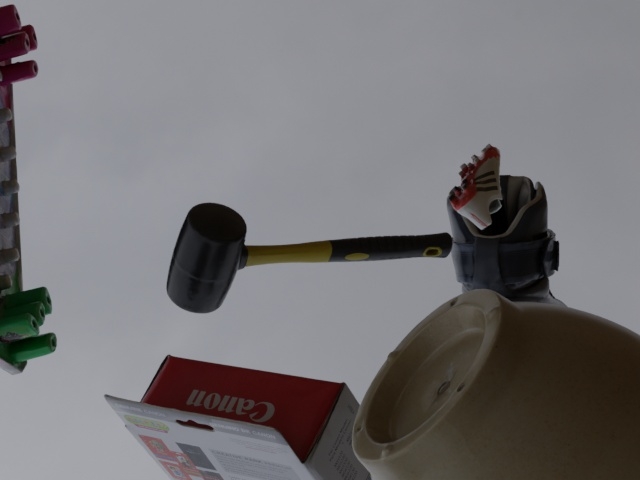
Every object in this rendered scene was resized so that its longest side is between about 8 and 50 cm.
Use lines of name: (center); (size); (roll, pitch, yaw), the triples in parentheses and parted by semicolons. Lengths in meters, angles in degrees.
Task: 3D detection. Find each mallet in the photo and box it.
mallet: (0.000, 0.000, 0.735); (0.189, 0.062, 0.039); (-9, -135, -23)

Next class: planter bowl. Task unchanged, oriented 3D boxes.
planter bowl: (0.083, 0.091, 0.549); (0.109, 0.162, 0.162); (40, -150, -14)

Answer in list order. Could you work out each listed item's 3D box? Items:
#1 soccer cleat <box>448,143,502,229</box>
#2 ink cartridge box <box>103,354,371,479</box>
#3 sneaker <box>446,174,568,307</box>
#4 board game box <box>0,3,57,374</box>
soccer cleat: (0.114, -0.038, 0.850); (0.035, 0.029, 0.083); (46, -145, -10)
ink cartridge box: (-0.090, 0.257, 1.616); (0.130, 0.309, 0.272); (-61, -42, -31)
sneaker: (0.165, 0.024, 1.005); (0.086, 0.163, 0.226); (-6, -176, 19)
board game box: (-0.337, -0.124, 1.048); (0.390, 0.050, 0.390); (59, -161, -62)
